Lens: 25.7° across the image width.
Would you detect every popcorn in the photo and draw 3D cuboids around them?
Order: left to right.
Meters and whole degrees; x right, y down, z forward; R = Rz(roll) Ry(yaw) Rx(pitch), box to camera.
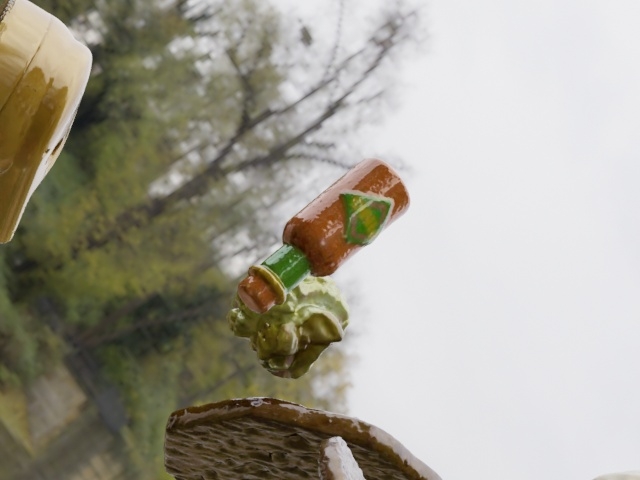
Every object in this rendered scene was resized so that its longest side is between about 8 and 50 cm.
[{"bbox_3d":[-0.034,0.090,1.618,0.145,0.126,0.126,26,38,-60],"label":"popcorn"}]

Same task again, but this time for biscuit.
[{"bbox_3d":[-0.024,0.279,1.693,0.359,0.046,0.359,12,-31,7],"label":"biscuit"},{"bbox_3d":[0.037,0.237,1.054,0.188,0.027,0.187,-21,90,-86],"label":"biscuit"}]

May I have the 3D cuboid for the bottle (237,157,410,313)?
[{"bbox_3d":[0.000,0.000,1.301,0.069,0.187,0.069,40,-24,22],"label":"bottle"}]

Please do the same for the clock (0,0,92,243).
[{"bbox_3d":[-0.410,-0.170,1.816,0.200,0.244,0.317,27,-33,-17],"label":"clock"}]

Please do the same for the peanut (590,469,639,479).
[{"bbox_3d":[0.199,0.320,1.209,0.147,0.305,0.147,46,5,-5],"label":"peanut"}]
